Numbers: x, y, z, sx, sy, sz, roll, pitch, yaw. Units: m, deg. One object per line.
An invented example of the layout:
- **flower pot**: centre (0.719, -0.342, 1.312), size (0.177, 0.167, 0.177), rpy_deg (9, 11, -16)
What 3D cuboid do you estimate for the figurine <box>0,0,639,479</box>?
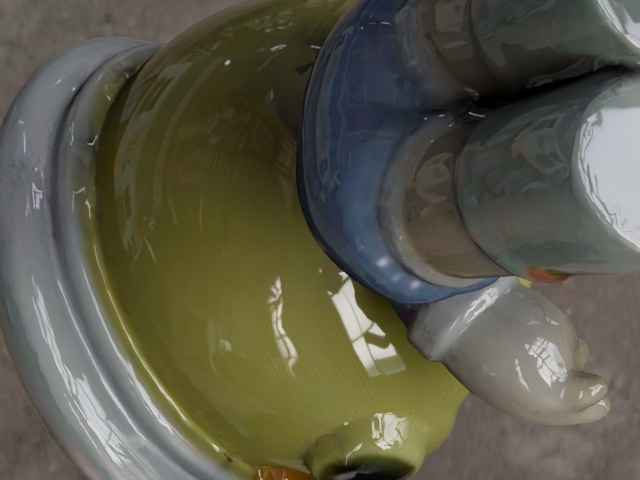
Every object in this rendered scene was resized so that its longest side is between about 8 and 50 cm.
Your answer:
- **figurine**: centre (0.002, -0.031, 0.593), size (0.205, 0.382, 0.224), rpy_deg (7, 64, -21)
